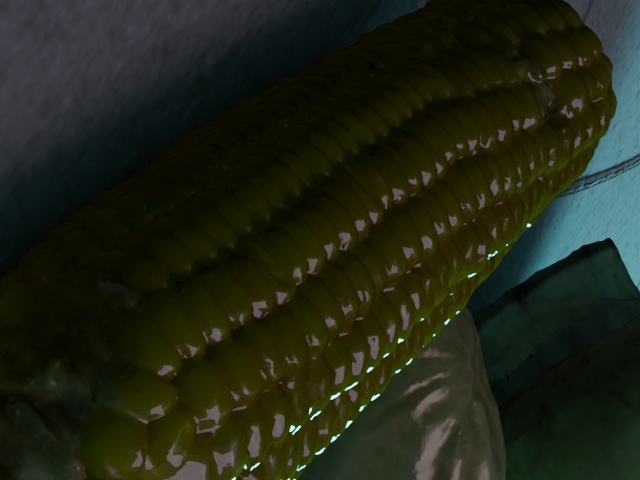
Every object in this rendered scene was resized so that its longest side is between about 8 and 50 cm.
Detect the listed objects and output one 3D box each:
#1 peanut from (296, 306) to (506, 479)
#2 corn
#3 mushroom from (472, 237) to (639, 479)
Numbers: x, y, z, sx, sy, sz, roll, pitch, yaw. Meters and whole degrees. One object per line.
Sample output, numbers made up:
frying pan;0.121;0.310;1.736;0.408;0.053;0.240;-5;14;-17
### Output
peanut;0.022;0.146;0.862;0.111;0.125;0.274;-47;159;-60
corn;0.000;0.000;0.618;0.363;0.120;0.120;-36;149;-46
mushroom;0.194;0.144;1.076;0.352;0.260;0.352;-29;170;-6
